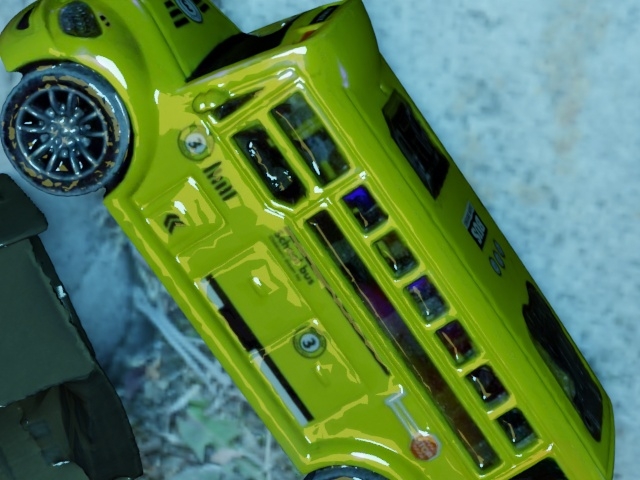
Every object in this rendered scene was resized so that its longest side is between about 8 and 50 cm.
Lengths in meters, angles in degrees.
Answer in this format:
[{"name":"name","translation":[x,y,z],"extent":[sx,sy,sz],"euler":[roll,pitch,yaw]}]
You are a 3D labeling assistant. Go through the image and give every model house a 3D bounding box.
[{"name":"model house","translation":[-0.233,0.058,0.781],"extent":[0.211,0.204,0.243],"euler":[-26,59,-15]}]

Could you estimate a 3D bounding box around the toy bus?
[{"name":"toy bus","translation":[0.000,0.000,0.711],"extent":[0.151,0.145,0.331],"euler":[-31,101,20]}]
